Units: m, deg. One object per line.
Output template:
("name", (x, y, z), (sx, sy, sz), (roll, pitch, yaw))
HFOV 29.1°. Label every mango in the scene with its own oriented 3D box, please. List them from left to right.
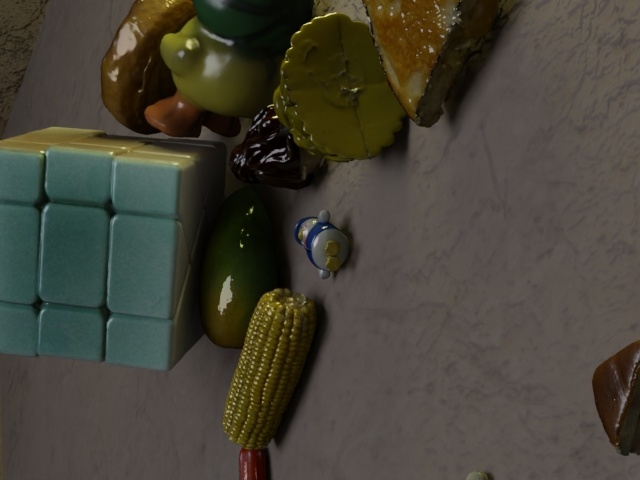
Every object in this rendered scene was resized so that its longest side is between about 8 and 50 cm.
("mango", (-0.127, 0.042, 1.870), (0.156, 0.114, 0.251), (122, 147, -59))

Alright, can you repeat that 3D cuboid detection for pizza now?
("pizza", (0.129, -0.307, 1.438), (0.223, 0.089, 0.324), (-37, 62, 55))

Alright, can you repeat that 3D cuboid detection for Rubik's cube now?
("Rubik's cube", (-0.334, 0.000, 1.926), (0.319, 0.315, 0.322), (-50, -37, -77))

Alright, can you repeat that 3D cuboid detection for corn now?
("corn", (-0.073, 0.183, 1.743), (0.093, 0.093, 0.244), (-124, 45, -55))

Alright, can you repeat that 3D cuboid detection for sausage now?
("sausage", (-0.100, 0.355, 1.799), (0.048, 0.050, 0.145), (-38, 48, 49))

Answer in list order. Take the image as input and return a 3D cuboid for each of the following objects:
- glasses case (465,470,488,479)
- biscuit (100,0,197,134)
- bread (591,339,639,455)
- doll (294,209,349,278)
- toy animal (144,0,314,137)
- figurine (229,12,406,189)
("glasses case", (0.166, 0.283, 1.292), (0.032, 0.021, 0.083), (-34, 53, 57))
("biscuit", (-0.230, -0.301, 2.027), (0.102, 0.296, 0.296), (40, 126, 20))
("bread", (0.270, 0.130, 1.092), (0.062, 0.043, 0.109), (28, 110, 61))
("doll", (0.000, 0.000, 1.688), (0.143, 0.057, 0.099), (-130, 38, -64))
("toy animal", (-0.120, -0.294, 1.879), (0.191, 0.216, 0.338), (42, 121, 28))
("figurine", (-0.013, -0.156, 1.685), (0.187, 0.168, 0.315), (53, 158, 1))
